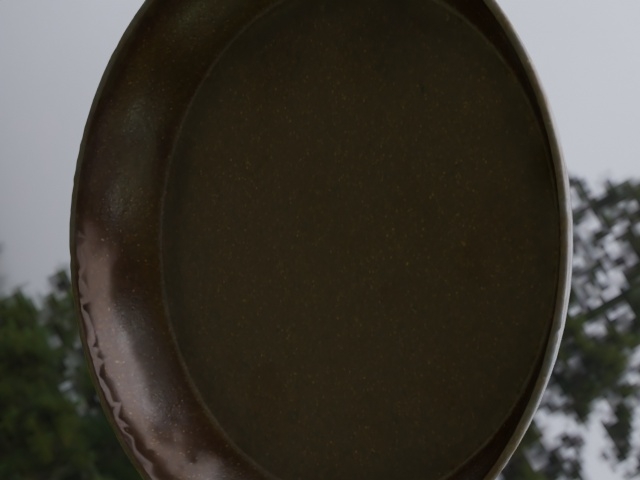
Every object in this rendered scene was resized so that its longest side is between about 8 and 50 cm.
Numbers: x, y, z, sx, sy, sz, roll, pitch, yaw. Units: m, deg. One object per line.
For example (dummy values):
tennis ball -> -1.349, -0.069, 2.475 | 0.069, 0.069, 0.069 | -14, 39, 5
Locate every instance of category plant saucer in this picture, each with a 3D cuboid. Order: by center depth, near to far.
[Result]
plant saucer -> 0.000, 0.000, 0.437 | 0.168, 0.029, 0.168 | 0, -91, 42
